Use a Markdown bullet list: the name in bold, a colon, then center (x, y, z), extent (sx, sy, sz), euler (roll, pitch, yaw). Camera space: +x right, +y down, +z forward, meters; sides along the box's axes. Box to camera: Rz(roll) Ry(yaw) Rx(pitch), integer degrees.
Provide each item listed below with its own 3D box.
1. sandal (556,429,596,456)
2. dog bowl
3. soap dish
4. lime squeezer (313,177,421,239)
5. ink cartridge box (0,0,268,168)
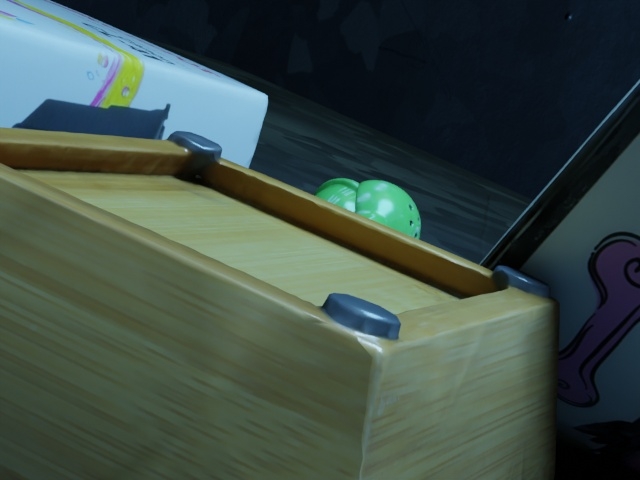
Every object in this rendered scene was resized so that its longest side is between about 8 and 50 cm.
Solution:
- **sandal**: center (0.133, 0.065, 1.018), extent (0.303, 0.086, 0.120), euler (18, 6, -9)
- **dog bowl**: center (0.234, -0.049, 0.839), extent (0.150, 0.408, 0.408), euler (42, 10, 5)
- **soap dish**: center (-0.040, 0.041, 0.625), extent (0.229, 0.118, 0.291), euler (24, 9, 18)
- **lime squeezer**: center (0.000, 0.000, 1.068), extent (0.058, 0.110, 0.310), euler (65, -11, -10)
- **ink cartridge box**: center (-0.216, -0.085, 0.979), extent (0.226, 0.131, 0.306), euler (27, 11, 35)
